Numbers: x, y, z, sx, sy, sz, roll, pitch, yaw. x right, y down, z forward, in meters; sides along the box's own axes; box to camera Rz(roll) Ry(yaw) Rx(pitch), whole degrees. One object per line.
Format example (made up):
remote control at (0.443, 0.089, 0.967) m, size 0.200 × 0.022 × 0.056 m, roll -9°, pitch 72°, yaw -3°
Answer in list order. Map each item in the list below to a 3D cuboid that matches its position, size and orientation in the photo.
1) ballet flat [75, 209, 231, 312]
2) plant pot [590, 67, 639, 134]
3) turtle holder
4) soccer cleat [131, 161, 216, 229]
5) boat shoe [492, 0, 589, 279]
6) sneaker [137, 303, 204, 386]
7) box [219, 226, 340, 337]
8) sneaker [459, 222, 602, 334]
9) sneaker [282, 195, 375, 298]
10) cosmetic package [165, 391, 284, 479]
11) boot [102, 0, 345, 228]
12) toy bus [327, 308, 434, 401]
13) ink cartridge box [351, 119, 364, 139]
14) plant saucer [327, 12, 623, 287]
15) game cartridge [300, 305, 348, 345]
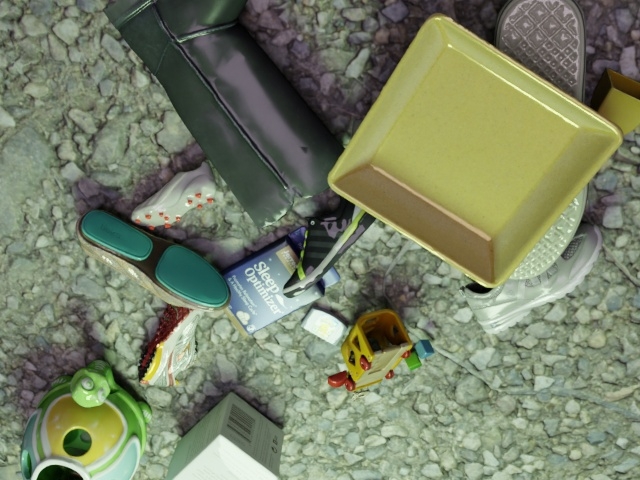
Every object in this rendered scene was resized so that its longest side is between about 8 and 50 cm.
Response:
ballet flat at (-0.312, 0.047, 1.602) m, size 0.316 × 0.107 × 0.106 m, roll 33°, pitch 146°, yaw -2°
plant pot at (0.493, -0.221, 1.426) m, size 0.081 × 0.081 × 0.083 m, roll 23°, pitch 126°, yaw -6°
turtle holder at (-0.456, 0.397, 1.691) m, size 0.243 × 0.227 × 0.320 m, roll 43°, pitch 110°, yaw -13°
soccer cleat at (-0.265, -0.079, 1.561) m, size 0.196 × 0.076 × 0.068 m, roll -22°, pitch 148°, yaw 30°
boat shoe at (0.349, -0.169, 1.412) m, size 0.187 × 0.156 × 0.500 m, roll 4°, pitch 116°, yaw 12°
sneaker at (-0.274, 0.193, 1.676) m, size 0.093 × 0.088 × 0.225 m, roll 20°, pitch 116°, yaw -27°
box at (-0.090, 0.080, 1.628) m, size 0.225 × 0.036 × 0.136 m, roll -29°, pitch 109°, yaw 15°
sneaker at (0.377, 0.056, 1.541) m, size 0.281 × 0.105 × 0.115 m, roll -40°, pitch 105°, yaw 19°
sneaker at (0.000, 0.000, 1.556) m, size 0.097 × 0.084 × 0.234 m, roll 43°, pitch 91°, yaw 2°
cosmetic package at (-0.191, 0.440, 1.719) m, size 0.151 × 0.151 × 0.184 m, roll 40°, pitch 111°, yaw -13°
boot at (-0.085, -0.280, 1.400) m, size 0.367 × 0.146 × 0.445 m, roll -27°, pitch 105°, yaw 26°
toy bus at (0.092, 0.210, 1.631) m, size 0.202 × 0.191 × 0.104 m, roll -32°, pitch 65°, yaw 16°
ink cartridge box at (0.131, -0.165, 1.459) m, size 0.150 × 0.109 × 0.063 m, roll -4°, pitch 117°, yaw 7°
plant saucer at (0.230, -0.137, 1.328) m, size 0.333 × 0.081 × 0.332 m, roll 32°, pitch 120°, yaw -2°
game cartridge at (0.009, 0.164, 1.667) m, size 0.083 × 0.017 × 0.056 m, roll 30°, pitch 109°, yaw -9°
